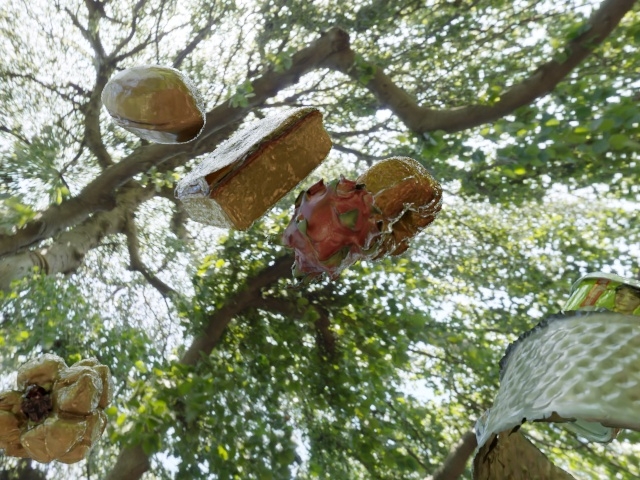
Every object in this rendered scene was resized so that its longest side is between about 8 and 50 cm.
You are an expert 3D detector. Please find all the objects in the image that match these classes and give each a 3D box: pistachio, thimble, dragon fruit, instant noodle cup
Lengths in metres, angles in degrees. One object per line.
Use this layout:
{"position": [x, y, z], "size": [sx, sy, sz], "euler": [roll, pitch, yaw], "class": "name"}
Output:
{"position": [-0.362, -0.296, 1.000], "size": [0.181, 0.293, 0.162], "euler": [-43, -36, -35], "class": "pistachio"}
{"position": [0.289, 0.214, 0.433], "size": [0.150, 0.270, 0.271], "euler": [-38, -64, -46], "class": "thimble"}
{"position": [-0.003, -0.001, 0.701], "size": [0.137, 0.236, 0.135], "euler": [42, -142, -10], "class": "dragon fruit"}
{"position": [0.646, 0.271, 1.047], "size": [0.307, 0.293, 0.294], "euler": [-35, -67, -26], "class": "instant noodle cup"}

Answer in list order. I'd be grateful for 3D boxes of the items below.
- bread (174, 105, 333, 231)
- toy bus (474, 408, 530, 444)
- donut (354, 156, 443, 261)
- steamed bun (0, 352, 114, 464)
{"position": [-0.170, -0.172, 1.090], "size": [0.323, 0.333, 0.143], "euler": [-45, -64, -21], "class": "bread"}
{"position": [0.516, 0.643, 1.239], "size": [0.108, 0.330, 0.136], "euler": [12, -46, -11], "class": "toy bus"}
{"position": [0.134, -0.056, 0.880], "size": [0.226, 0.114, 0.227], "euler": [-26, -30, -16], "class": "donut"}
{"position": [-0.458, 0.276, 0.781], "size": [0.177, 0.106, 0.192], "euler": [16, -129, 5], "class": "steamed bun"}
